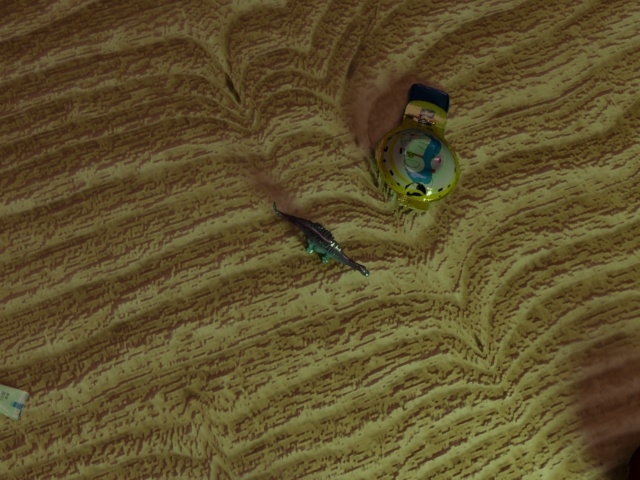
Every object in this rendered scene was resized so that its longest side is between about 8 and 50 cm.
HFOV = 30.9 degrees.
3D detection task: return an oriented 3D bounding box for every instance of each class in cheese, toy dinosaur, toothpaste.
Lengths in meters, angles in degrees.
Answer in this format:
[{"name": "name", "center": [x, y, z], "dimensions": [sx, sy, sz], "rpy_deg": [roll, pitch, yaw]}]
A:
[{"name": "cheese", "center": [0.173, -0.165, 1.998], "dimensions": [0.157, 0.064, 0.250], "rpy_deg": [15, 61, -10]}, {"name": "toy dinosaur", "center": [0.000, 0.000, 1.908], "dimensions": [0.197, 0.080, 0.045], "rpy_deg": [37, 74, -1]}, {"name": "toothpaste", "center": [-0.541, 0.219, 1.758], "dimensions": [0.190, 0.031, 0.048], "rpy_deg": [22, 70, -10]}]

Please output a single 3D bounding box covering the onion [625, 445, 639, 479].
[{"name": "onion", "center": [0.617, 0.446, 1.889], "dimensions": [0.273, 0.285, 0.273], "rpy_deg": [10, 36, -7]}]
